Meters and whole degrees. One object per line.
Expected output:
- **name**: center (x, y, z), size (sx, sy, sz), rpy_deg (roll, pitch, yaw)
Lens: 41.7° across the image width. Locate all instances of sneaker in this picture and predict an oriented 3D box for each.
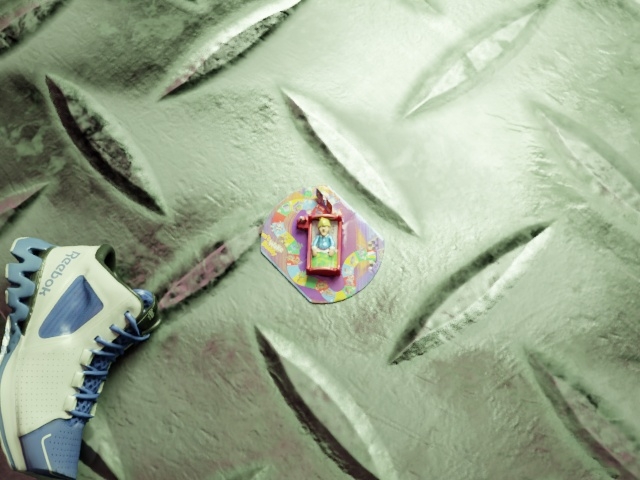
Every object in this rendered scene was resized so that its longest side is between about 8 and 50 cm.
- **sneaker**: center (-0.294, 0.132, 1.052), size (0.182, 0.127, 0.315), rpy_deg (-7, 70, 4)

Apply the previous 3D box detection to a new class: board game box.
- **board game box**: center (0.000, 0.000, 1.126), size (0.133, 0.033, 0.168), rpy_deg (-42, 74, -10)
